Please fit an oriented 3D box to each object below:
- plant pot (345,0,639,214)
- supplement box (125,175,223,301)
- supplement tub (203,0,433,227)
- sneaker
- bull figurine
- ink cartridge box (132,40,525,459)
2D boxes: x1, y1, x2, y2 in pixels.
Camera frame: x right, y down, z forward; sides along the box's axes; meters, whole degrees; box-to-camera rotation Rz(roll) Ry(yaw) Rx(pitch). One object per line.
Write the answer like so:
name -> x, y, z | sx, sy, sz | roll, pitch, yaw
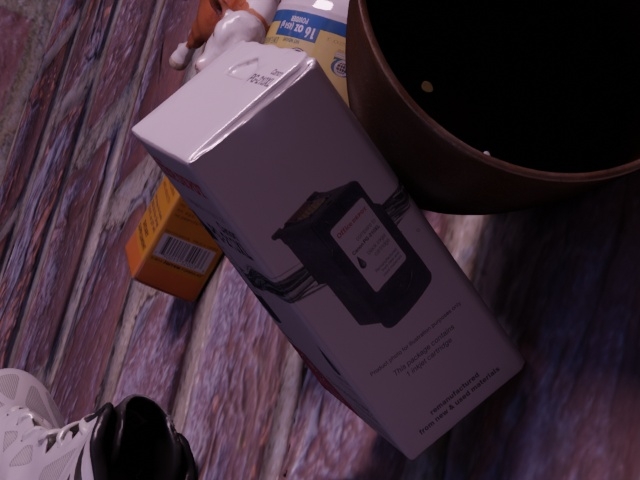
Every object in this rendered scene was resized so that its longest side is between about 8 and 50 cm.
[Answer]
plant pot -> 0.102, -0.101, 0.954 | 0.230, 0.215, 0.215 | 124, 163, -69
supplement box -> -0.109, -0.058, 1.559 | 0.233, 0.080, 0.078 | -58, 25, 17
supplement tub -> 0.003, -0.079, 1.211 | 0.199, 0.144, 0.144 | -68, 21, -3
sneaker -> -0.222, 0.217, 1.488 | 0.257, 0.169, 0.447 | -51, 33, 17
bull figurine -> -0.095, -0.265, 1.707 | 0.188, 0.101, 0.310 | -45, 30, 49
ink cartridge box -> 0.000, 0.000, 0.985 | 0.100, 0.237, 0.172 | -39, 19, -8
